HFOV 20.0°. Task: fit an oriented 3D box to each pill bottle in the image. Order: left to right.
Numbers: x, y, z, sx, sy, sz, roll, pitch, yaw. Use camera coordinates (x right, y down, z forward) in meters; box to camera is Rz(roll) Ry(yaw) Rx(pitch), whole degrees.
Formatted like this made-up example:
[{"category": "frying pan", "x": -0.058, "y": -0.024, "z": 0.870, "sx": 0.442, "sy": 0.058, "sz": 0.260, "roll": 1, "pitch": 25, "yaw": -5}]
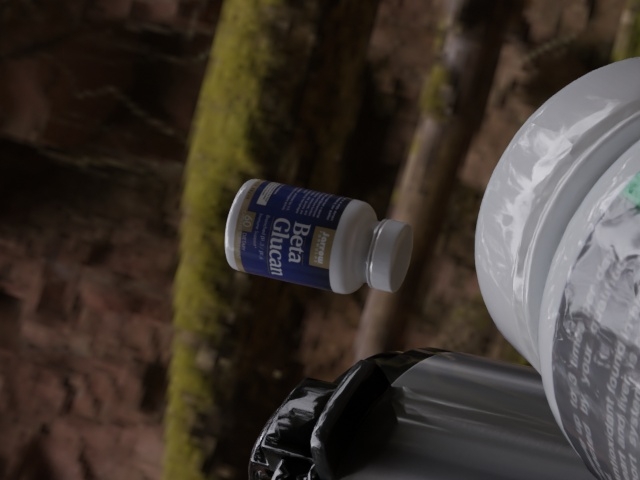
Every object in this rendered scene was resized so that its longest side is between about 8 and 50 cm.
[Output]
[{"category": "pill bottle", "x": 0.000, "y": 0.000, "z": 1.776, "sx": 0.094, "sy": 0.169, "sz": 0.094, "roll": 12, "pitch": -90, "yaw": -73}, {"category": "pill bottle", "x": 0.216, "y": 0.058, "z": 0.745, "sx": 0.204, "sy": 0.361, "sz": 0.204, "roll": -9, "pitch": -64, "yaw": -20}]

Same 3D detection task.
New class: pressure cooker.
[{"category": "pressure cooker", "x": 0.139, "y": 0.280, "z": 1.464, "sx": 0.375, "sy": 0.420, "sz": 0.369, "roll": -4, "pitch": -77, "yaw": -56}]
